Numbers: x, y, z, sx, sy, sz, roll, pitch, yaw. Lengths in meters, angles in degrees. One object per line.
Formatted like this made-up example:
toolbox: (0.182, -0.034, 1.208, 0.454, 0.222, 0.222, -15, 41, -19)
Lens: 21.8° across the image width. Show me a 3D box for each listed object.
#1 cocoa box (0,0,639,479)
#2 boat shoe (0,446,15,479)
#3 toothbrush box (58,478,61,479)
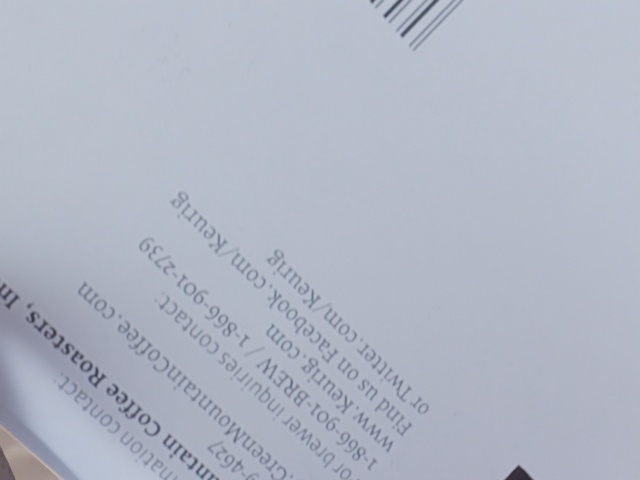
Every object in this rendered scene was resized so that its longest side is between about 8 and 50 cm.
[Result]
cocoa box: (0.015, 0.000, 0.557, 0.231, 0.228, 0.347, -46, 111, -4)
boat shoe: (-0.122, 0.128, 0.416, 0.113, 0.103, 0.302, 14, 128, -5)
toothbrush box: (-0.070, 0.261, 1.282, 0.295, 0.126, 0.216, 19, 176, -8)
